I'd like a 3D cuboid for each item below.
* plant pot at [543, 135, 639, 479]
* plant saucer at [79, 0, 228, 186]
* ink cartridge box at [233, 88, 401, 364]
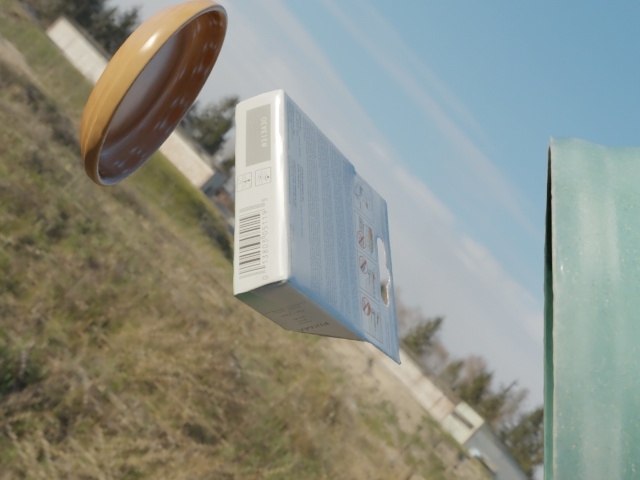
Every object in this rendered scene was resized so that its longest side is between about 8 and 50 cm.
[{"bbox_3d":[0.223,0.088,0.551,0.196,0.293,0.293,0,-15,12],"label":"plant pot"},{"bbox_3d":[-0.158,-0.140,0.926,0.037,0.200,0.200,36,-3,4],"label":"plant saucer"},{"bbox_3d":[0.000,0.000,0.892,0.224,0.056,0.181,43,39,-55],"label":"ink cartridge box"}]
